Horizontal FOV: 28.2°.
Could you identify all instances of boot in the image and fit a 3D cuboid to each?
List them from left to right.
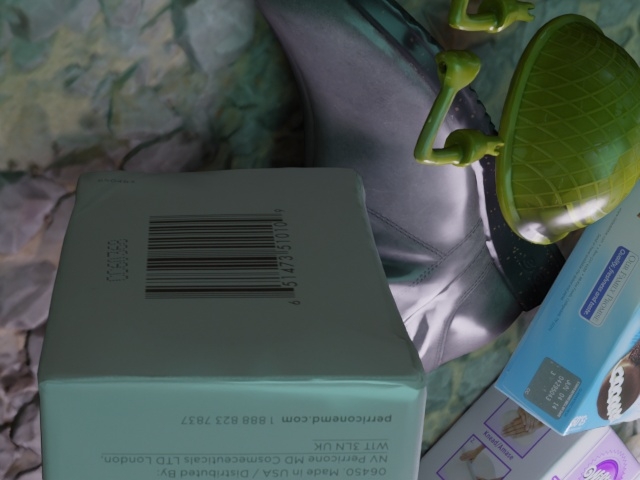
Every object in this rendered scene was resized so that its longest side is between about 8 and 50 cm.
[{"bbox_3d":[0.000,0.000,0.735,0.223,0.118,0.338,-39,128,-1],"label":"boot"}]

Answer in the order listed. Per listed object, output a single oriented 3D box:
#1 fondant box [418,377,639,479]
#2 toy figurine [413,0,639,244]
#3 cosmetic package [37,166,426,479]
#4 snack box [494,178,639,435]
[{"bbox_3d":[0.122,0.283,0.997,0.330,0.096,0.238,-47,132,-3],"label":"fondant box"},{"bbox_3d":[0.213,-0.167,0.621,0.191,0.217,0.362,21,82,-56],"label":"toy figurine"},{"bbox_3d":[-0.053,0.179,0.642,0.156,0.217,0.385,0,117,-6],"label":"cosmetic package"},{"bbox_3d":[0.250,0.034,0.890,0.322,0.060,0.187,5,116,-58],"label":"snack box"}]
